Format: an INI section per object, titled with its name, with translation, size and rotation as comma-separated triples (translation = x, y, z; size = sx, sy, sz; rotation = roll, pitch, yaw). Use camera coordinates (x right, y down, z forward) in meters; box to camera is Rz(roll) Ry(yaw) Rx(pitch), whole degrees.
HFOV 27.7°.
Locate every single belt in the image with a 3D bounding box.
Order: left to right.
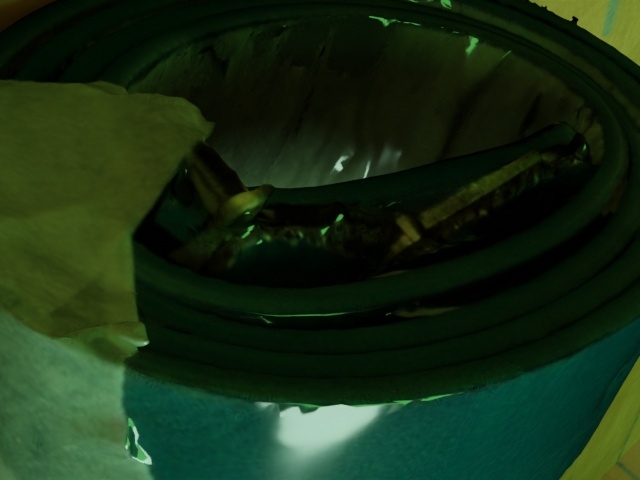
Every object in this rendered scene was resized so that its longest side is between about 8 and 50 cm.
[belt]
translation = 0.001, 0.000, 0.635
size = 0.436, 0.300, 0.173
rotation = -18, 140, -45
